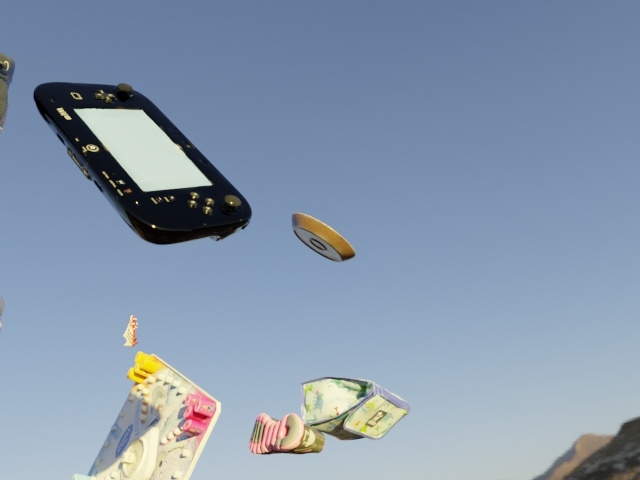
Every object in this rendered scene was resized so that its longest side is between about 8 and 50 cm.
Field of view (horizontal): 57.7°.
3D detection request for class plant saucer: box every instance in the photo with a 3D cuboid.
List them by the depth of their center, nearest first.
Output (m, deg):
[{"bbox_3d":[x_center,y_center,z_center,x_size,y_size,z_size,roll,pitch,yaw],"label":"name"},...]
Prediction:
[{"bbox_3d":[0.000,0.000,1.286,0.168,0.029,0.168,32,-16,10],"label":"plant saucer"}]

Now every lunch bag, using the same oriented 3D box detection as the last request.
[{"bbox_3d":[0.060,0.282,0.986,0.151,0.096,0.129,-22,-38,27],"label":"lunch bag"}]

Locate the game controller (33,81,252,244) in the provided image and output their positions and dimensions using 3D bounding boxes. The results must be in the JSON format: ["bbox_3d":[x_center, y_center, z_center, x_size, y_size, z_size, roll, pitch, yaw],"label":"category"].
[{"bbox_3d":[-0.228,-0.107,0.734,0.166,0.319,0.067,-3,-48,-54],"label":"game controller"}]

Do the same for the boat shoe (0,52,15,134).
[{"bbox_3d":[-0.585,-0.285,0.691,0.186,0.156,0.500,18,-10,27],"label":"boat shoe"}]

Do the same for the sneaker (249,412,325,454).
[{"bbox_3d":[-0.038,0.223,0.654,0.057,0.047,0.119,26,-25,-25],"label":"sneaker"}]

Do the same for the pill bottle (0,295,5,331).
[{"bbox_3d":[-0.754,0.207,1.229,0.121,0.216,0.121,-1,-48,-1],"label":"pill bottle"}]

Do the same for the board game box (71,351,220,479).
[{"bbox_3d":[-0.403,0.468,1.256,0.050,0.390,0.390,33,-14,-34],"label":"board game box"}]

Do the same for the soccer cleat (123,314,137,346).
[{"bbox_3d":[-0.507,0.241,1.546,0.035,0.083,0.029,-4,-8,3],"label":"soccer cleat"}]
